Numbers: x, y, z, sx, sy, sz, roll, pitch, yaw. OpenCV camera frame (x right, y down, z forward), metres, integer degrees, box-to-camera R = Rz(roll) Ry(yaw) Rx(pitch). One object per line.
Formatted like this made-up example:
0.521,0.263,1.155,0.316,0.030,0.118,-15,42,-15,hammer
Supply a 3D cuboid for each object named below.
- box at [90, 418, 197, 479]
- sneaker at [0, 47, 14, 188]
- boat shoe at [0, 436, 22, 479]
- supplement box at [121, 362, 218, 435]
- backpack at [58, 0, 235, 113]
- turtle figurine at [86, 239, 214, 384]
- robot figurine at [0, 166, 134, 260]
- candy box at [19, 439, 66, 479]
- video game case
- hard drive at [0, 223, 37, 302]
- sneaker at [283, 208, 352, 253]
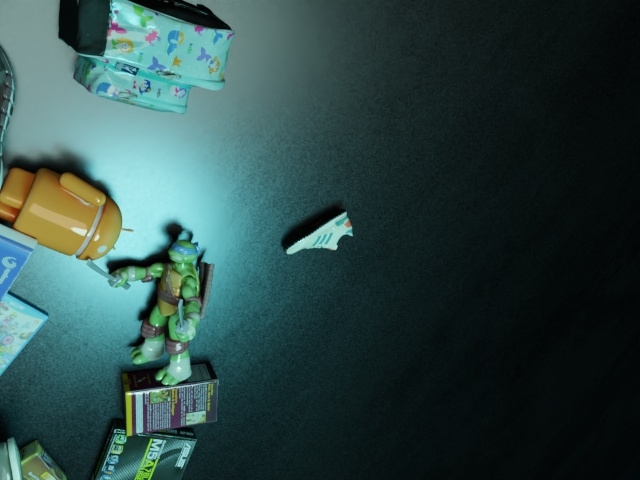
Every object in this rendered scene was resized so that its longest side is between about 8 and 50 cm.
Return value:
-0.388,0.490,1.329,0.184,0.045,0.191,19,101,-26,box
-0.526,-0.197,0.902,0.106,0.162,0.282,-3,87,-12,sneaker
-0.609,0.517,1.145,0.096,0.116,0.325,0,114,-26,boat shoe
-0.314,0.329,1.280,0.188,0.081,0.104,-3,110,-22,supplement box
-0.272,-0.310,0.982,0.253,0.225,0.191,-3,114,-33,backpack
-0.317,0.138,1.140,0.197,0.275,0.267,11,113,1,turtle figurine
-0.441,-0.043,1.059,0.219,0.128,0.158,26,97,-29,robot figurine
-0.623,0.496,1.224,0.186,0.053,0.109,-31,117,-12,candy box
-0.607,0.174,1.132,0.119,0.015,0.166,40,90,-30,video game case
-0.652,0.004,0.976,0.318,0.040,0.210,29,124,-26,hard drive
0.000,0.000,1.309,0.161,0.057,0.075,-32,113,-13,sneaker
